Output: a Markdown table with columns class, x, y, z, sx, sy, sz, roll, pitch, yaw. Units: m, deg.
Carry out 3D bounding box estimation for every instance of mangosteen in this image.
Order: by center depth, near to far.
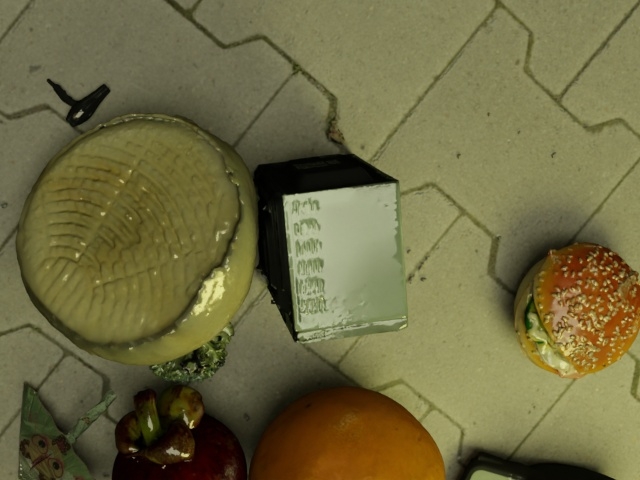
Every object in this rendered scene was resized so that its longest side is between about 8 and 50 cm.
| class | x | y | z | sx | sy | sz | roll | pitch | yaw |
| --- | --- | --- | --- | --- | --- | --- | --- | --- | --- |
| mangosteen | -0.223 | 0.334 | 1.473 | 0.215 | 0.215 | 0.258 | -15 | 109 | -7 |

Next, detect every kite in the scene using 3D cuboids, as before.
| class | x | y | z | sx | sy | sz | roll | pitch | yaw |
| --- | --- | --- | --- | --- | --- | --- | --- | --- | --- |
| kite | -0.391 | 0.311 | 1.501 | 0.250 | 0.012 | 0.229 | -41 | 85 | 24 |

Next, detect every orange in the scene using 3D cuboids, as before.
| class | x | y | z | sx | sy | sz | roll | pitch | yaw |
| --- | --- | --- | --- | --- | --- | --- | --- | --- | --- |
| orange | 0.041 | 0.380 | 1.494 | 0.312 | 0.312 | 0.312 | -2 | 103 | -10 |

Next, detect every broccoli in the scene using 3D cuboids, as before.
| class | x | y | z | sx | sy | sz | roll | pitch | yaw |
| --- | --- | --- | --- | --- | --- | --- | --- | --- | --- |
| broccoli | -0.221 | 0.124 | 1.501 | 0.122 | 0.118 | 0.204 | -21 | 90 | 25 |

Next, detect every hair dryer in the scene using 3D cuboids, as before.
| class | x | y | z | sx | sy | sz | roll | pitch | yaw |
| --- | --- | --- | --- | --- | --- | --- | --- | --- | --- |
| hair dryer | -0.364 | -0.219 | 1.429 | 0.083 | 0.031 | 0.079 | 43 | 81 | -8 |

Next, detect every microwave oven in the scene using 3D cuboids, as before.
| class | x | y | z | sx | sy | sz | roll | pitch | yaw |
| --- | --- | --- | --- | --- | --- | --- | --- | --- | --- |
| microwave oven | 0.000 | 0.000 | 1.403 | 0.181 | 0.295 | 0.237 | -8 | 104 | -8 |

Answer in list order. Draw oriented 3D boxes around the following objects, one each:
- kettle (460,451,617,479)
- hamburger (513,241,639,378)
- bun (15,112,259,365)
| class | x | y | z | sx | sy | sz | roll | pitch | yaw |
| --- | --- | --- | --- | --- | --- | --- | --- | --- | --- |
| kettle | 0.360 | 0.577 | 1.656 | 0.361 | 0.250 | 0.377 | 14 | 98 | 15 |
| hamburger | 0.426 | 0.114 | 1.588 | 0.236 | 0.147 | 0.237 | -3 | 102 | -13 |
| bun | -0.240 | 0.005 | 1.378 | 0.364 | 0.202 | 0.364 | -5 | 73 | 18 |
